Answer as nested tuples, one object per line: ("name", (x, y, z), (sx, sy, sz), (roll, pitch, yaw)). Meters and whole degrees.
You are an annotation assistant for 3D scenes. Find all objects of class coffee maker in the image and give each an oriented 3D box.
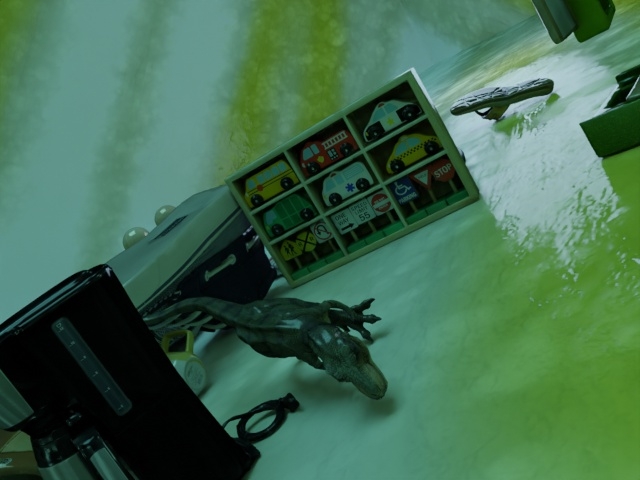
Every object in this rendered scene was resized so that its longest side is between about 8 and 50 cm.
("coffee maker", (-0.137, 0.106, 0.471), (0.120, 0.178, 0.171), (-21, 15, 41))

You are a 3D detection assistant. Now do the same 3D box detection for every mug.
("mug", (-0.153, 0.134, 0.681), (0.064, 0.078, 0.062), (-16, -4, 29))

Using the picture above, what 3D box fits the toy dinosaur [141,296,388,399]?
("toy dinosaur", (-0.030, 0.072, 0.541), (0.268, 0.064, 0.118), (2, -5, 45))

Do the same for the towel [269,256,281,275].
("towel", (0.000, 0.000, 0.974), (0.197, 0.029, 0.144), (-25, 13, 41))

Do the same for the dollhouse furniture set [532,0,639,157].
("dollhouse furniture set", (0.361, -0.236, 0.582), (0.302, 0.197, 0.151), (-22, 13, 43))

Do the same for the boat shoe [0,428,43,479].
("boat shoe", (-0.360, 0.263, 0.548), (0.324, 0.122, 0.120), (-36, 15, -17))

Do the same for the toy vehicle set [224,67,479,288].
("toy vehicle set", (0.034, -0.067, 0.803), (0.267, 0.166, 0.035), (-27, 12, 23))

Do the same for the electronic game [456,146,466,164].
("electronic game", (0.088, -0.087, 0.929), (0.229, 0.048, 0.229), (-17, 22, 7))

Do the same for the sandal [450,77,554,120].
("sandal", (0.305, -0.231, 1.123), (0.180, 0.049, 0.072), (-7, 29, 32))

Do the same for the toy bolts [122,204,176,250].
("toy bolts", (-0.370, 0.036, 1.451), (0.218, 0.158, 0.228), (-30, 11, 8))

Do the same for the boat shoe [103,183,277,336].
("boat shoe", (-0.161, 0.066, 0.785), (0.127, 0.158, 0.340), (-13, 23, 35))

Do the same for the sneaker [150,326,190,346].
("sneaker", (-0.196, 0.058, 0.961), (0.146, 0.134, 0.343), (-27, 11, 19))
